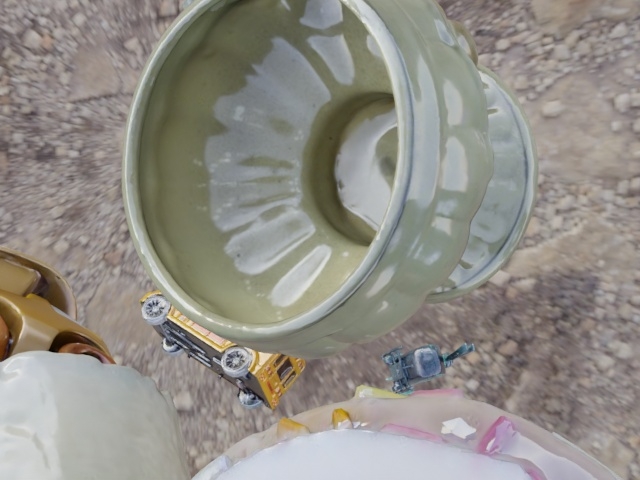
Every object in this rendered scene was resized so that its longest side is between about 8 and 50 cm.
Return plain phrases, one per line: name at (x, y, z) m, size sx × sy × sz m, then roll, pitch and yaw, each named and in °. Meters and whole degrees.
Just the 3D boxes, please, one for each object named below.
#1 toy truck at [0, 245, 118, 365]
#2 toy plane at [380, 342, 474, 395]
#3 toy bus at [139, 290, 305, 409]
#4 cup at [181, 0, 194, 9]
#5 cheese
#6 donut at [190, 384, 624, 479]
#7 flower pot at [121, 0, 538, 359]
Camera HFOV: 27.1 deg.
toy truck at (-0.345, 0.136, 1.364) m, size 0.288 × 0.211 × 0.204 m, roll 27°, pitch 111°, yaw -23°
toy plane at (0.132, 0.172, 1.813) m, size 0.096 × 0.235 × 0.060 m, roll -15°, pitch 80°, yaw -18°
toy bus at (-0.095, 0.091, 1.262) m, size 0.162 × 0.069 × 0.074 m, roll 29°, pitch 66°, yaw 32°
cup at (-0.141, -0.291, 1.759) m, size 0.054 × 0.075 × 0.083 m, roll -30°, pitch 90°, yaw 0°
cheese at (-0.266, 0.234, 1.065) m, size 0.332 × 0.292 × 0.153 m, roll -32°, pitch 57°, yaw 26°
donut at (0.059, 0.268, 0.734) m, size 0.383 × 0.142 × 0.382 m, roll -2°, pitch 85°, yaw 24°
flower pot at (0.023, -0.062, 1.044) m, size 0.307 × 0.244 × 0.307 m, roll -2°, pitch 86°, yaw 37°
